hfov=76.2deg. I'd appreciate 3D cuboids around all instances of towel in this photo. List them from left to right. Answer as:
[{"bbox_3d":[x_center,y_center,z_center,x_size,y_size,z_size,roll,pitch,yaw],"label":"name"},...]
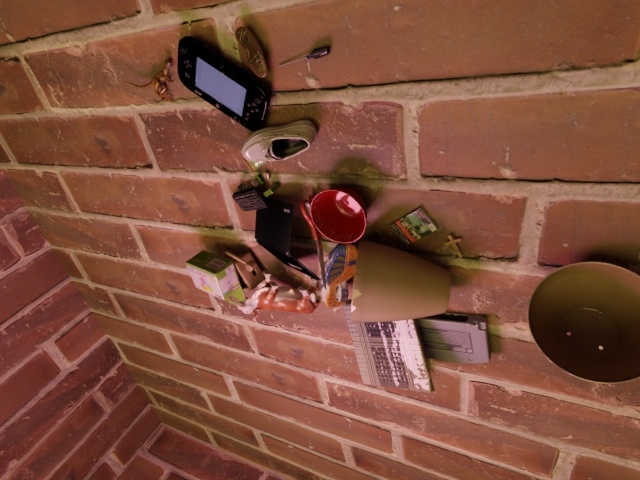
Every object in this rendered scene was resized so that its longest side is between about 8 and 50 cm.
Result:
[{"bbox_3d":[0.235,0.366,1.437,0.312,0.056,0.325,-11,94,45],"label":"towel"}]

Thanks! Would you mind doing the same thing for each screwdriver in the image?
[{"bbox_3d":[-0.045,-0.478,1.075,0.169,0.024,0.025,-2,151,40],"label":"screwdriver"}]

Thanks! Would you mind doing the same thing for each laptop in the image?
[{"bbox_3d":[-0.112,-0.009,1.407,0.264,0.137,0.234,43,166,-36],"label":"laptop"}]

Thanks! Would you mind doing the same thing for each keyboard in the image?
[{"bbox_3d":[-0.254,-0.148,1.407,0.180,0.023,0.108,-2,124,54],"label":"keyboard"}]

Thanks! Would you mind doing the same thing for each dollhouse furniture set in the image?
[{"bbox_3d":[-0.200,-0.221,1.331,0.076,0.059,0.152,-22,110,40],"label":"dollhouse furniture set"}]

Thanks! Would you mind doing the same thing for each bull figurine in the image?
[{"bbox_3d":[-0.155,0.210,1.541,0.310,0.101,0.189,4,134,-14],"label":"bull figurine"}]

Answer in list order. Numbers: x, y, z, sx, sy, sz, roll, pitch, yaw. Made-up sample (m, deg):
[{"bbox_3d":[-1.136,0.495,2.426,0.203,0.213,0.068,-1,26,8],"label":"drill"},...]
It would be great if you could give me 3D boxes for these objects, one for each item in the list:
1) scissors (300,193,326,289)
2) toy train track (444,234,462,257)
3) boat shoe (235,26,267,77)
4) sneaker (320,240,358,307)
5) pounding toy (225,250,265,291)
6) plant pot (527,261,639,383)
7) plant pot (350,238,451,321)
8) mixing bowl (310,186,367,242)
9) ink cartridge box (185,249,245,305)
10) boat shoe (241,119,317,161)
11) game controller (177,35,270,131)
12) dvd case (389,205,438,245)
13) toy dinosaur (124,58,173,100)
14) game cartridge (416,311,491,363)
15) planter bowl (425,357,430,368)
[{"bbox_3d":[0.000,0.000,1.288,0.021,0.109,0.297,-15,93,27],"label":"scissors"},{"bbox_3d":[0.392,0.015,1.187,0.048,0.014,0.083,-21,117,32],"label":"toy train track"},{"bbox_3d":[-0.177,-0.513,1.107,0.050,0.045,0.136,-15,111,29],"label":"boat shoe"},{"bbox_3d":[0.043,0.095,1.371,0.111,0.131,0.297,-6,136,-19],"label":"sneaker"},{"bbox_3d":[-0.294,0.097,1.596,0.206,0.094,0.181,-15,110,47],"label":"pounding toy"},{"bbox_3d":[0.680,0.217,1.022,0.283,0.284,0.191,2,160,30],"label":"plant pot"},{"bbox_3d":[0.243,0.136,1.235,0.273,0.257,0.257,6,127,9],"label":"plant pot"},{"bbox_3d":[0.069,-0.094,1.238,0.181,0.098,0.182,15,130,19],"label":"mixing bowl"},{"bbox_3d":[-0.405,0.184,1.617,0.188,0.097,0.255,15,129,36],"label":"ink cartridge box"},{"bbox_3d":[-0.132,-0.276,1.209,0.267,0.088,0.096,-6,136,26],"label":"boat shoe"},{"bbox_3d":[-0.288,-0.456,1.202,0.319,0.067,0.167,35,134,4],"label":"game controller"},{"bbox_3d":[0.277,-0.041,1.213,0.087,0.013,0.119,48,134,-9],"label":"dvd case"},{"bbox_3d":[-0.531,-0.509,1.324,0.211,0.064,0.112,-20,94,30],"label":"toy dinosaur"},{"bbox_3d":[0.415,0.327,1.382,0.294,0.060,0.196,1,120,31],"label":"game cartridge"},{"bbox_3d":[0.315,0.482,1.519,0.161,0.109,0.162,16,131,20],"label":"planter bowl"}]
